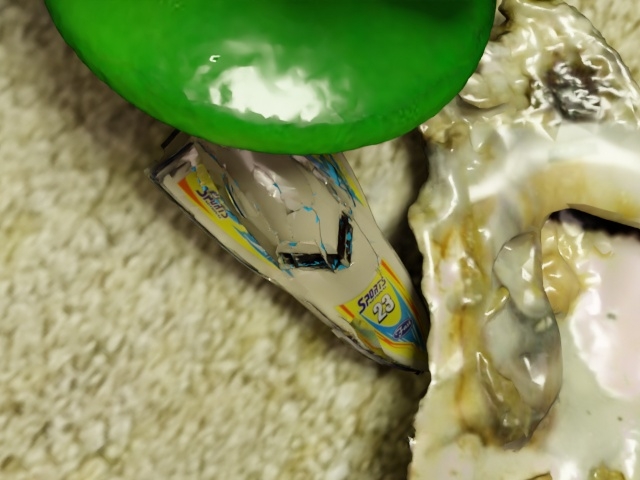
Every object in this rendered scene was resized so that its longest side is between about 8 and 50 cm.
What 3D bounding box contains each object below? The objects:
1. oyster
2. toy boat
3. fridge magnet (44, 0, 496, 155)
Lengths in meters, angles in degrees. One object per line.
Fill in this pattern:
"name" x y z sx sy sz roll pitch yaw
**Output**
"oyster" 0.141 0.041 0.617 0.201 0.107 0.354 1 89 -7
"toy boat" 0.000 0.000 0.580 0.084 0.066 0.210 -46 114 -7
"fridge magnet" -0.022 -0.124 0.500 0.208 0.088 0.208 6 59 -10
